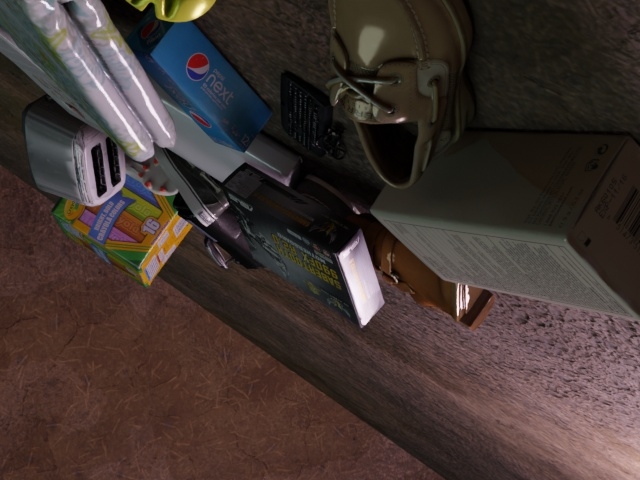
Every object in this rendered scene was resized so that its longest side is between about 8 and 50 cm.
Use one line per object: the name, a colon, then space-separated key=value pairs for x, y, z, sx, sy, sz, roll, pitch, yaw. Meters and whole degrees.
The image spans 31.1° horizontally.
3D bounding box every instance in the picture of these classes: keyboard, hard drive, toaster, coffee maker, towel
keyboard: x=-0.016 y=-0.142 z=1.456 sx=0.100 sy=0.038 sz=0.192 roll=31 pitch=168 yaw=7
hard drive: x=-0.188 y=-0.164 z=1.758 sx=0.353 sy=0.047 sz=0.233 roll=32 pitch=166 yaw=8
toaster: x=-0.446 y=-0.158 z=2.101 sx=0.147 sy=0.129 sz=0.227 roll=23 pitch=132 yaw=25
coffee maker: x=-0.144 y=-0.042 z=1.997 sx=0.171 sy=0.120 sz=0.178 roll=-16 pitch=136 yaw=40
towel: x=-0.334 y=-0.286 z=1.391 sx=0.320 sy=0.090 sz=0.374 roll=42 pitch=169 yaw=31

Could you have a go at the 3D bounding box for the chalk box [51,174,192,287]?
chalk box: x=-0.439 y=-0.064 z=2.415 sx=0.289 sy=0.179 sz=0.180 roll=31 pitch=166 yaw=8

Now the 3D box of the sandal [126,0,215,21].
sandal: x=-0.241 y=-0.313 z=1.106 sx=0.318 sy=0.126 sz=0.138 roll=8 pitch=162 yaw=-12

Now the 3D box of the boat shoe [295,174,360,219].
boat shoe: x=0.000 y=0.000 z=1.795 sx=0.112 sy=0.095 sz=0.335 roll=31 pitch=167 yaw=11

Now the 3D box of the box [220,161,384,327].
box: x=-0.025 y=0.006 z=1.648 sx=0.231 sy=0.056 sz=0.183 roll=31 pitch=156 yaw=33

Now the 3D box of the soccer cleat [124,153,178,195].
soccer cleat: x=-0.331 y=-0.137 z=2.173 sx=0.196 sy=0.068 sz=0.076 roll=25 pitch=-175 yaw=26

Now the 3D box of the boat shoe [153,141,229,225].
boat shoe: x=-0.214 y=-0.116 z=1.918 sx=0.219 sy=0.070 sz=0.078 roll=53 pitch=-176 yaw=33

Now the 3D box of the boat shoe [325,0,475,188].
boat shoe: x=0.068 y=-0.154 z=1.055 sx=0.122 sy=0.110 sz=0.341 roll=27 pitch=165 yaw=26

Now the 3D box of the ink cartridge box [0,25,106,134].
ink cartridge box: x=-0.425 y=-0.280 z=1.767 sx=0.261 sy=0.066 sz=0.296 roll=42 pitch=173 yaw=-29

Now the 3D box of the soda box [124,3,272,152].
soda box: x=-0.155 y=-0.205 z=1.478 sx=0.067 sy=0.071 sz=0.210 roll=23 pitch=164 yaw=43

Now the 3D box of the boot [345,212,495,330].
boot: x=0.132 y=0.014 z=1.571 sx=0.220 sy=0.109 sz=0.283 roll=33 pitch=175 yaw=17

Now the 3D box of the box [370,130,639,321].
box: x=0.207 y=-0.024 z=1.169 sx=0.148 sy=0.121 sz=0.311 roll=41 pitch=165 yaw=-30
